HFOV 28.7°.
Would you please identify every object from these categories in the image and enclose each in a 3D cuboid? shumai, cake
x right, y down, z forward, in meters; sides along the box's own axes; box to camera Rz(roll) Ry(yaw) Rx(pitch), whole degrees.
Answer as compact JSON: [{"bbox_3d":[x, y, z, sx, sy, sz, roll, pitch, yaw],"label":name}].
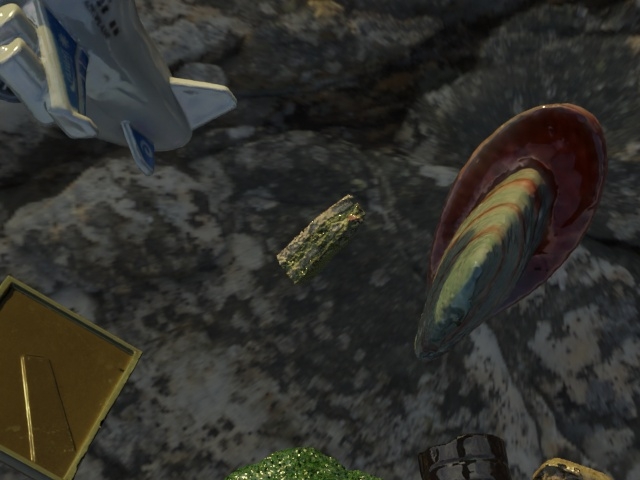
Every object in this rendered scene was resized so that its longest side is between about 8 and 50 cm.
[{"bbox_3d":[0.373,0.391,1.867,0.146,0.145,0.116,20,84,8],"label":"shumai"},{"bbox_3d":[0.000,0.000,1.603,0.051,0.055,0.140,53,127,15],"label":"cake"}]

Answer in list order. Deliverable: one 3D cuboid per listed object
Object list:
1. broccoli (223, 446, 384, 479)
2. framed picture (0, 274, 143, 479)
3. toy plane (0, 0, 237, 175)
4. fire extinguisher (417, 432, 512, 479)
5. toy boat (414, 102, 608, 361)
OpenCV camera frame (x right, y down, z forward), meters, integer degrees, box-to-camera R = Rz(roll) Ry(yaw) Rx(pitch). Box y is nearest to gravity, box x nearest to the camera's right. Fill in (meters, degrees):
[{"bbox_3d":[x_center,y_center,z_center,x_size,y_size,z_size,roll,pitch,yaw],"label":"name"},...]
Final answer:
[{"bbox_3d":[-0.026,0.371,1.363,0.254,0.269,0.269,10,95,12],"label":"broccoli"},{"bbox_3d":[-0.418,0.200,1.830,0.247,0.335,0.022,30,121,-6],"label":"framed picture"},{"bbox_3d":[-0.189,-0.169,1.006,0.123,0.267,0.266,-28,88,21],"label":"toy plane"},{"bbox_3d":[0.116,0.281,0.925,0.089,0.072,0.267,-5,62,-4],"label":"fire extinguisher"},{"bbox_3d":[0.107,0.014,0.802,0.096,0.282,0.206,35,113,4],"label":"toy boat"}]
